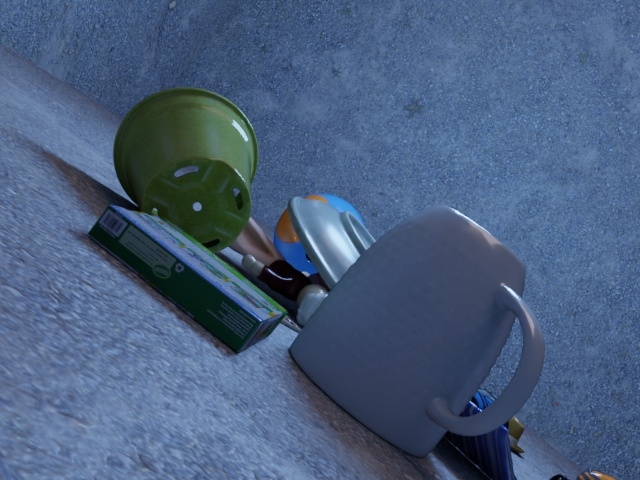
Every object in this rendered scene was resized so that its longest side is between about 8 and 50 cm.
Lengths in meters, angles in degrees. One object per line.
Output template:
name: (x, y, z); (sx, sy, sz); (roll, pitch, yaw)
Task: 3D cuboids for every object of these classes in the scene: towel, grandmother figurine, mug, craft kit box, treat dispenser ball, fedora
towel: (0.229, 0.301, 1.338); (0.336, 0.040, 0.243); (38, -21, 41)
grandmother figurine: (-0.088, 0.065, 1.513); (0.342, 0.104, 0.208); (39, 17, 30)
mug: (0.178, 0.139, 1.103); (0.276, 0.328, 0.374); (36, 2, -36)
craft kit box: (-0.173, 0.051, 1.021); (0.250, 0.061, 0.246); (37, 4, 6)
treat dispenser ball: (0.000, 0.000, 2.224); (0.288, 0.288, 0.288); (37, 1, -1)
fedora: (0.519, 0.525, 2.079); (0.194, 0.079, 0.194); (36, 1, -1)

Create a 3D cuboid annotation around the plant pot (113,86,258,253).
plant pot: (-0.229, -0.107, 1.289); (0.276, 0.276, 0.254); (36, 12, -27)

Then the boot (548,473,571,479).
boot: (0.581, 0.595, 1.663); (0.106, 0.082, 0.219); (26, -10, 15)

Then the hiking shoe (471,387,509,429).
hiking shoe: (0.386, 0.436, 1.864); (0.304, 0.113, 0.132); (43, 29, -26)

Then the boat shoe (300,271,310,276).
boat shoe: (-0.024, 0.130, 1.940); (0.059, 0.063, 0.170); (31, -2, 25)

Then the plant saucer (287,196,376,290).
plant saucer: (0.081, 0.046, 1.637); (0.400, 0.100, 0.400); (53, 11, -14)

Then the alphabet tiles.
alphabet tiles: (-0.156, 0.081, 1.379); (0.198, 0.009, 0.237); (35, 2, -41)

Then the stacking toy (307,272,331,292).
stacking toy: (0.053, 0.197, 1.693); (0.279, 0.130, 0.309); (60, 12, 14)

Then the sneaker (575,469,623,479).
sneaker: (0.617, 0.576, 1.419); (0.321, 0.124, 0.180); (47, 8, 39)
